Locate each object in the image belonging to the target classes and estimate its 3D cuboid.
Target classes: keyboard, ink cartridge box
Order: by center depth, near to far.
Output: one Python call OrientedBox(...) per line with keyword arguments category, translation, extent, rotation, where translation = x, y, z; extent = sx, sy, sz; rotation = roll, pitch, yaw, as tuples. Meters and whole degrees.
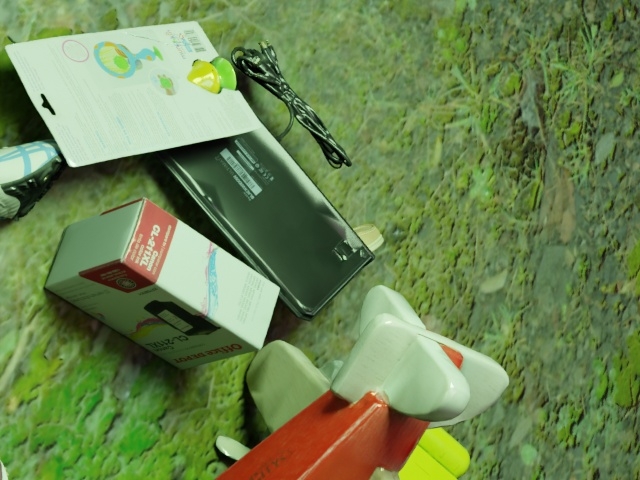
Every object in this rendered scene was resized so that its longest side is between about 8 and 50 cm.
OrientedBox(category="ink cartridge box", translation=(-0.146, 0.044, 1.600), extent=(0.175, 0.127, 0.072), rotation=(35, 56, -31))
OrientedBox(category="keyboard", translation=(-0.063, -0.086, 1.749), extent=(0.317, 0.033, 0.201), rotation=(50, 54, -5))

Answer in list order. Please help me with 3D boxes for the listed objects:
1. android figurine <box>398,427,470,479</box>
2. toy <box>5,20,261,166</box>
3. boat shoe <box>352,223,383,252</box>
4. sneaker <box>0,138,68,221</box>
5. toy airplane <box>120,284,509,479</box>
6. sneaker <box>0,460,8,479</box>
OrientedBox(category="android figurine", translation=(0.092, 0.307, 1.800), extent=(0.273, 0.056, 0.248), rotation=(43, 51, -24))
OrientedBox(category="toy", translation=(-0.183, -0.133, 1.641), extent=(0.237, 0.056, 0.137), rotation=(-17, 69, -41))
OrientedBox(category="boat shoe", translation=(0.000, 0.000, 1.804), extent=(0.170, 0.063, 0.059), rotation=(-19, 96, -45))
OrientedBox(category="sneaker", translation=(-0.308, -0.052, 1.512), extent=(0.086, 0.085, 0.237), rotation=(47, 37, 11))
OrientedBox(category="toy airplane", translation=(0.020, 0.237, 1.523), extent=(0.272, 0.384, 0.386), rotation=(49, 47, -31))
OrientedBox(category="sneaker", translation=(-0.321, 0.242, 1.407), extent=(0.084, 0.069, 0.185), rotation=(41, 51, -34))
